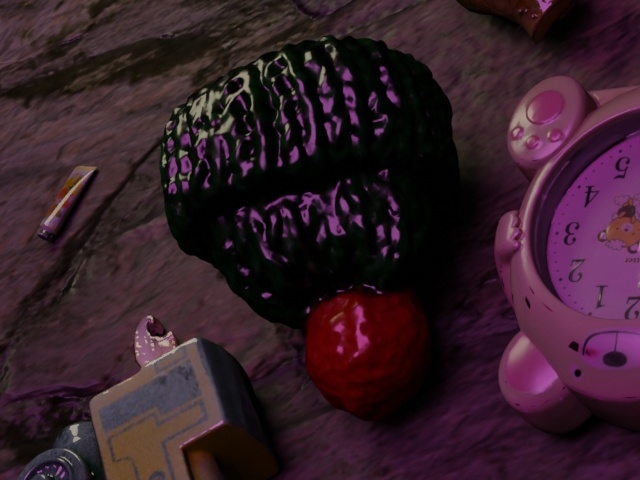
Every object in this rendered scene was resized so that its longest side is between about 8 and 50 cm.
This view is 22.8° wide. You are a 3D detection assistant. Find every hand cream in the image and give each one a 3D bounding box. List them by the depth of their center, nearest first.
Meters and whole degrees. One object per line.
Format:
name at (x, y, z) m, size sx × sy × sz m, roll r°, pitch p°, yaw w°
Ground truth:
hand cream at (-0.289, -0.045, 1.798) m, size 0.035 × 0.022 × 0.102 m, roll 5°, pitch 60°, yaw 44°

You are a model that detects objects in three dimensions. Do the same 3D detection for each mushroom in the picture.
mushroom at (-0.161, 0.116, 1.594) m, size 0.049 × 0.019 × 0.101 m, roll -36°, pitch 48°, yaw 12°

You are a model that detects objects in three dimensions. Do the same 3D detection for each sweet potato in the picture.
sweet potato at (0.169, -0.283, 1.591) m, size 0.112 × 0.085 × 0.286 m, roll -10°, pitch 35°, yaw -11°

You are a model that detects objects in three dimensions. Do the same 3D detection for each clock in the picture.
clock at (0.275, 0.004, 1.284) m, size 0.284 × 0.114 × 0.309 m, roll -3°, pitch 60°, yaw 33°

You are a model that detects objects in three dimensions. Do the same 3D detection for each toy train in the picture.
toy train at (-0.130, 0.285, 1.374) m, size 0.237 × 0.150 × 0.369 m, roll -30°, pitch 49°, yaw 8°

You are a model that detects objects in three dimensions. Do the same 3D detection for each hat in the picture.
hat at (0.000, 0.000, 1.419) m, size 0.274 × 0.242 × 0.332 m, roll -30°, pitch 59°, yaw 34°
